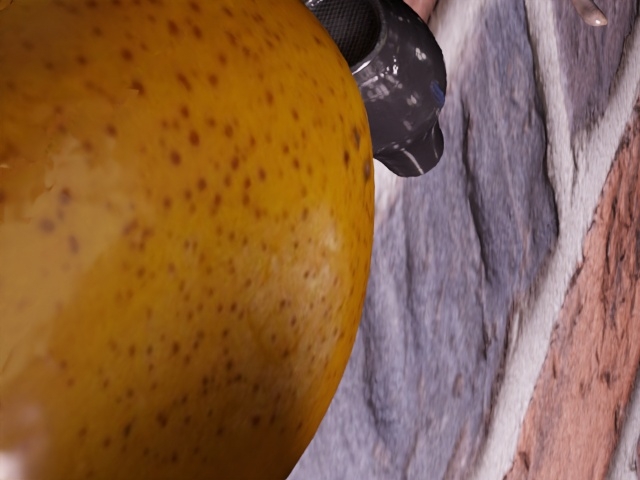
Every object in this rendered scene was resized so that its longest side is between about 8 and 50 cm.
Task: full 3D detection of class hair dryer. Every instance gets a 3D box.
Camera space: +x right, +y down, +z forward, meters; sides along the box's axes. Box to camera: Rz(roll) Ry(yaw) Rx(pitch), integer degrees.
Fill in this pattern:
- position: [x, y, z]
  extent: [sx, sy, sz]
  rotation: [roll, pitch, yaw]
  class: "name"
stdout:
- position: [0.000, 0.000, 0.743]
  extent: [0.195, 0.075, 0.219]
  rotation: [47, 63, -72]
  class: "hair dryer"

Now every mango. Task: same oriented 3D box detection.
- position: [-0.095, 0.018, 0.404]
  extent: [0.290, 0.159, 0.191]
  rotation: [-51, 148, -36]
  class: "mango"

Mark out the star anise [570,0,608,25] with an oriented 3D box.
- position: [0.226, -0.285, 1.127]
  extent: [0.218, 0.148, 0.227]
  rotation: [-106, -142, -60]
  class: "star anise"
